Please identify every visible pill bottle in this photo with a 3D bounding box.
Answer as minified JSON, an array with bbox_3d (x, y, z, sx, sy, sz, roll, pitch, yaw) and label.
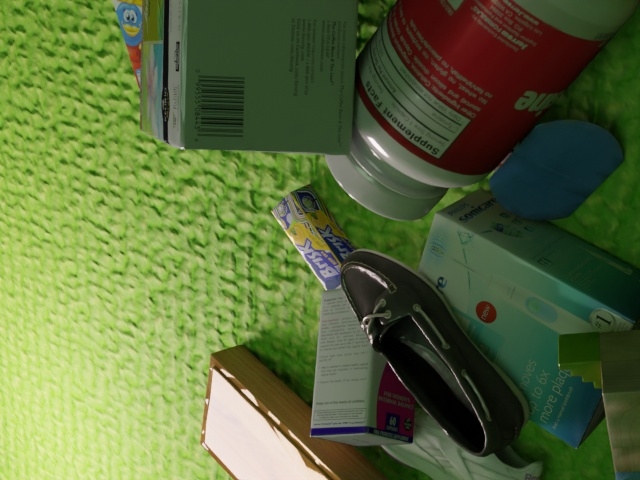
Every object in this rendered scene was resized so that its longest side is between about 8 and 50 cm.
[{"bbox_3d":[0.176,-0.215,1.280,0.229,0.229,0.407,49,130,12],"label":"pill bottle"}]

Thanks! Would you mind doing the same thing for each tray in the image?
[{"bbox_3d":[-0.056,0.369,1.736,0.411,0.076,0.202,37,128,41],"label":"tray"}]

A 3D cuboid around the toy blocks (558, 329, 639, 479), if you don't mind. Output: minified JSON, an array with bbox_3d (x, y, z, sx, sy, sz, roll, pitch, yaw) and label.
[{"bbox_3d":[0.489,0.220,1.226,0.382,0.190,0.261,-6,130,16],"label":"toy blocks"}]

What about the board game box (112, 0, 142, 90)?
[{"bbox_3d":[-0.219,-0.384,1.579,0.142,0.144,0.275,-7,104,39],"label":"board game box"}]

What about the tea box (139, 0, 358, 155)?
[{"bbox_3d":[-0.103,-0.287,1.352,0.323,0.220,0.329,-153,64,-70],"label":"tea box"}]

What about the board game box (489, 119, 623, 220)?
[{"bbox_3d":[0.296,-0.098,1.332,0.133,0.033,0.168,21,130,-21],"label":"board game box"}]

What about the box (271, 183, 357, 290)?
[{"bbox_3d":[0.000,0.000,1.622,0.169,0.054,0.059,54,131,7],"label":"box"}]

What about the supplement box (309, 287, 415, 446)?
[{"bbox_3d":[0.067,0.185,1.541,0.114,0.111,0.220,-12,66,40],"label":"supplement box"}]

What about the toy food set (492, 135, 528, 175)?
[{"bbox_3d":[0.263,-0.102,1.395,0.082,0.020,0.083,43,129,17],"label":"toy food set"}]

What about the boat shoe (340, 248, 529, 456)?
[{"bbox_3d":[0.134,0.143,1.381,0.335,0.095,0.112,46,132,15],"label":"boat shoe"}]

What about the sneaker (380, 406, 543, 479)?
[{"bbox_3d":[0.199,0.297,1.572,0.305,0.114,0.152,34,106,24],"label":"sneaker"}]

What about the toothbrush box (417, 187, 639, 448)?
[{"bbox_3d":[0.275,0.097,1.397,0.295,0.126,0.216,32,126,26],"label":"toothbrush box"}]
